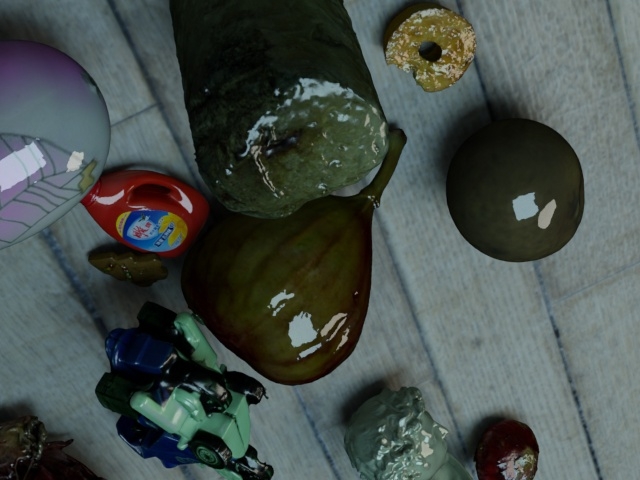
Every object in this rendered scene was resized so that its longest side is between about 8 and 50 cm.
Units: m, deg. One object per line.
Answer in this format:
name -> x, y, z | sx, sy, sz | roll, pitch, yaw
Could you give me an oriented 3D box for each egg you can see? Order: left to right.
egg -> -0.337, -0.083, 1.628 | 0.271, 0.196, 0.196 | -32, 132, -4

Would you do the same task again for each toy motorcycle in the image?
toy motorcycle -> -0.163, 0.196, 1.911 | 0.125, 0.196, 0.331 | -63, 158, -23

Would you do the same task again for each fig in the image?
fig -> 0.000, 0.000, 1.862 | 0.321, 0.217, 0.217 | -49, 131, -6

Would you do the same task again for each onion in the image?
onion -> -0.336, 0.366, 1.978 | 0.221, 0.281, 0.281 | -8, 149, 43
onion -> 0.254, 0.298, 2.263 | 0.107, 0.097, 0.107 | -16, 110, -53

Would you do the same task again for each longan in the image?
longan -> 0.229, -0.057, 1.919 | 0.167, 0.167, 0.187 | -41, 129, 11

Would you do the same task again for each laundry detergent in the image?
laundry detergent -> -0.208, -0.041, 1.816 | 0.165, 0.049, 0.097 | 25, 113, -36

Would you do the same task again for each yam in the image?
yam -> -0.047, -0.167, 1.632 | 0.195, 0.300, 0.195 | -7, 135, -7

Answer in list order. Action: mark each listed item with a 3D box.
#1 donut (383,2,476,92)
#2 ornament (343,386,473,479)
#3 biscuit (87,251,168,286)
donut -> 0.120, -0.220, 1.824 | 0.097, 0.043, 0.108 | -42, 130, 12
ornament -> 0.125, 0.308, 2.190 | 0.130, 0.120, 0.285 | -45, 133, -14
biscuit -> -0.218, 0.031, 1.868 | 0.092, 0.016, 0.082 | 11, 155, -15
